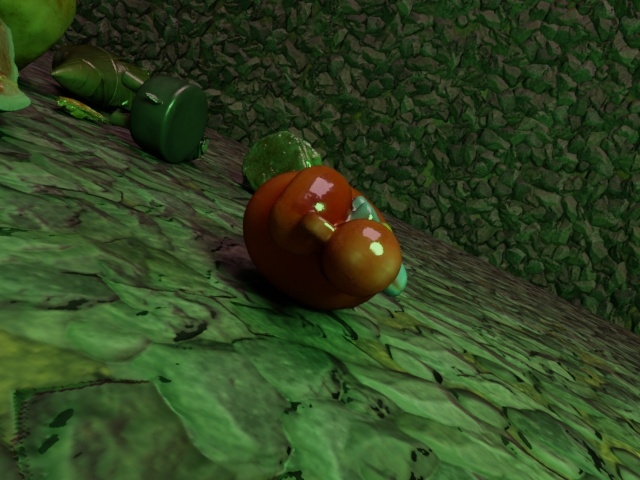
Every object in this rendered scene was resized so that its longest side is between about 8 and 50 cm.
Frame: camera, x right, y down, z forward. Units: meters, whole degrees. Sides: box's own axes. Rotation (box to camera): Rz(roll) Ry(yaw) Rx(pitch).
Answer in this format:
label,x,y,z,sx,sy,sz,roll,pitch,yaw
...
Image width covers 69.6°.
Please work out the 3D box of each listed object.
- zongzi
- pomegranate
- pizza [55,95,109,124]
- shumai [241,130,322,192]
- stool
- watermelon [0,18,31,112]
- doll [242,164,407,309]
label,x,y,z,sx,sy,sz,roll,pitch,yaw
zongzi,-0.620,-0.423,1.133,0.274,0.145,0.300,24,16,16
pomegranate,-0.674,-0.506,0.911,0.332,0.332,0.332,24,10,-5
pizza,-0.474,-0.255,0.925,0.108,0.026,0.123,25,7,-18
shumai,-0.078,-0.147,1.043,0.184,0.184,0.142,31,-12,29
stool,-0.313,-0.231,0.917,0.139,0.153,0.228,24,-33,10
watermelon,-0.434,-0.226,0.505,0.256,0.176,0.260,33,-12,-2
doll,0.000,0.000,0.460,0.161,0.130,0.290,38,-5,-4
